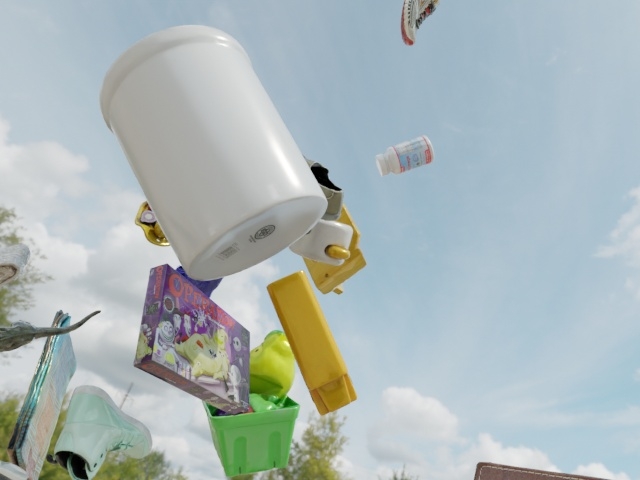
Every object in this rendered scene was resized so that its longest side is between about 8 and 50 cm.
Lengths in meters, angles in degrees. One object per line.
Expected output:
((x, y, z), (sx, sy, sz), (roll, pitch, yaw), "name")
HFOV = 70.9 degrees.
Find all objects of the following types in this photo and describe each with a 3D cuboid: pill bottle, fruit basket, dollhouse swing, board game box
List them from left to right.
((-0.252, 0.224, 0.962), (0.056, 0.208, 0.347), (-20, -39, 11), "board game box")
((-0.203, 0.457, 1.348), (0.282, 0.393, 0.392), (0, -31, -20), "fruit basket")
((0.062, 0.008, 1.770), (0.315, 0.347, 0.304), (-39, -30, 23), "dollhouse swing")
((0.248, -0.246, 1.333), (0.160, 0.087, 0.087), (-20, -42, 0), "pill bottle")

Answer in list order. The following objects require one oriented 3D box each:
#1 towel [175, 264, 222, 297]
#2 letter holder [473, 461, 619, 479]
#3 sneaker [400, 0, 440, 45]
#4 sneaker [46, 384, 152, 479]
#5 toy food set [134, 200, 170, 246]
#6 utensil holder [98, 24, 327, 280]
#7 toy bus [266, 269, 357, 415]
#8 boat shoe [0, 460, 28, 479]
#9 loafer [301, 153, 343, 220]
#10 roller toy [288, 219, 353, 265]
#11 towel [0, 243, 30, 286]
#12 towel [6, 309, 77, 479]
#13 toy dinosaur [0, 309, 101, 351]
((-0.537, 0.224, 1.838), (0.227, 0.076, 0.308), (5, -47, -45), "towel")
((0.208, 0.348, 0.314), (0.152, 0.302, 0.214), (47, -40, -18), "letter holder")
((0.270, -0.631, 1.202), (0.092, 0.226, 0.088), (14, -5, 10), "sneaker")
((-0.438, 0.422, 0.901), (0.094, 0.151, 0.256), (-11, -49, 10), "sneaker")
((-0.446, -0.082, 1.286), (0.128, 0.218, 0.071), (29, -58, -28), "toy food set")
((-0.205, -0.161, 0.903), (0.386, 0.327, 0.328), (59, -36, 13), "utensil holder")
((-0.020, 0.249, 1.098), (0.108, 0.333, 0.130), (-22, -13, -8), "toy bus")
((-0.498, 0.335, 0.662), (0.125, 0.038, 0.046), (37, -22, -10), "boat shoe")
((-0.021, -0.156, 1.063), (0.251, 0.094, 0.087), (50, -50, 26), "loafer")
((0.000, 0.000, 1.439), (0.209, 0.147, 0.191), (17, 4, 4), "roller toy")
((-0.644, 0.085, 0.751), (0.187, 0.282, 0.049), (21, -47, 60), "towel")
((-0.686, 0.402, 1.130), (0.040, 0.370, 0.272), (6, -50, -16), "towel")
((-0.558, 0.174, 0.823), (0.118, 0.064, 0.268), (-18, -7, 30), "toy dinosaur")
